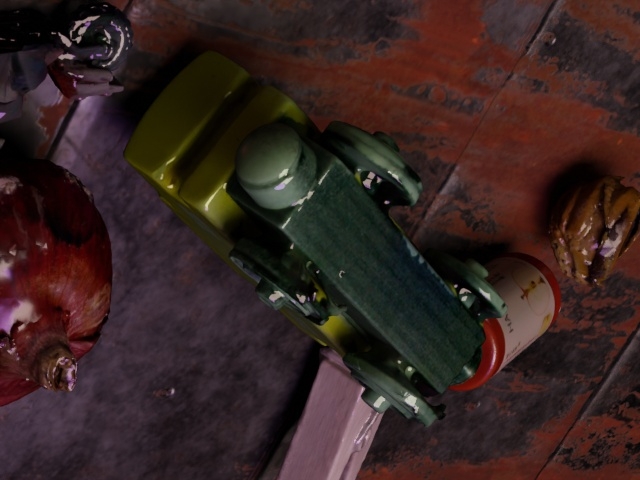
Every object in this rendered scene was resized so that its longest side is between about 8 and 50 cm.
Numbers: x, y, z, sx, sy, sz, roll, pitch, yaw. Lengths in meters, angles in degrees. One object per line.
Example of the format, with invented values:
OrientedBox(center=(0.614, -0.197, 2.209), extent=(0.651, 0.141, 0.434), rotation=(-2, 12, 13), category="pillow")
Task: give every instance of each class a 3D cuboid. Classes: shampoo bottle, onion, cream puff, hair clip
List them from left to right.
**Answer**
OrientedBox(center=(-0.275, 0.048, 1.524), extent=(0.252, 0.219, 0.252), rotation=(-37, 151, -25), category="onion")
OrientedBox(center=(0.029, 0.177, 2.000), extent=(0.101, 0.085, 0.330), rotation=(-15, 131, -51), category="hair clip")
OrientedBox(center=(0.168, 0.098, 1.946), extent=(0.278, 0.104, 0.104), rotation=(-31, 148, -57), category="shampoo bottle")
OrientedBox(center=(0.314, -0.016, 2.048), extent=(0.119, 0.104, 0.133), rotation=(-48, 164, -50), category="cream puff")

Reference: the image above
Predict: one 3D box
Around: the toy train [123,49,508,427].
OrientedBox(center=(0.000, 0.000, 1.670), extent=(0.179, 0.272, 0.442), rotation=(-51, 142, -7), category="toy train")

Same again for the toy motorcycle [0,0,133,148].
OrientedBox(center=(-0.254, -0.133, 1.484), extent=(0.213, 0.082, 0.122), rotation=(-12, 131, -30), category="toy motorcycle")
